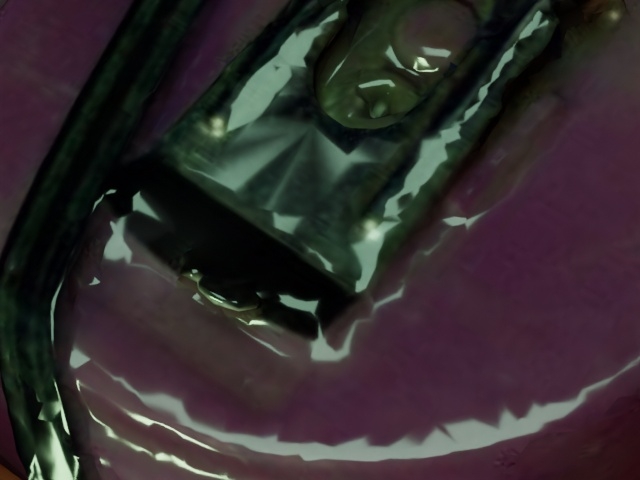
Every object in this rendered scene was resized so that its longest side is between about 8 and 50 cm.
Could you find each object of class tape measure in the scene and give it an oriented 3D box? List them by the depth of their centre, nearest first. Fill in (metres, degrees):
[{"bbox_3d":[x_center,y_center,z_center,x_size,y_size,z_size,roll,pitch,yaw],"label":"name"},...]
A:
[{"bbox_3d":[0.000,0.000,0.452,0.231,0.149,0.245,29,65,23],"label":"tape measure"}]
